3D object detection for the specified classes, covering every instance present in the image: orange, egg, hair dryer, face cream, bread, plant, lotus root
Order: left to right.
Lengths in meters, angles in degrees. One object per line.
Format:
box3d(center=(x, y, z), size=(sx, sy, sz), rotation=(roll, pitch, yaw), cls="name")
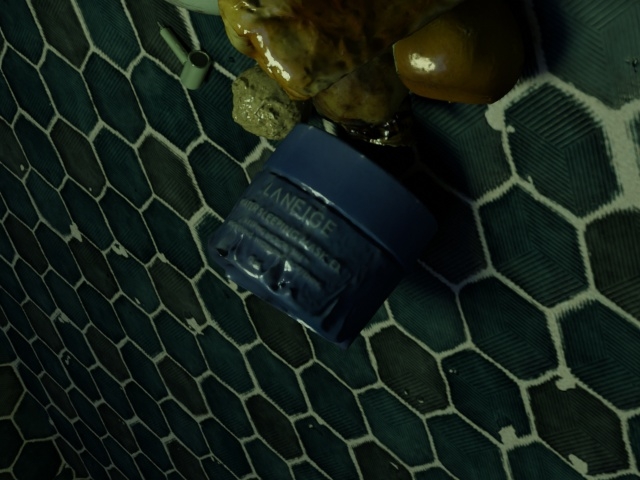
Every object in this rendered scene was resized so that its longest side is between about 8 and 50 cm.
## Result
box3d(center=(-0.223, -0.306, 1.738), size=(0.124, 0.038, 0.063), rotation=(54, 148, 11), cls="hair dryer")
box3d(center=(-0.071, -0.198, 1.564), size=(0.118, 0.116, 0.140), rotation=(64, 173, -27), cls="egg")
box3d(center=(0.000, 0.000, 1.484), size=(0.249, 0.225, 0.249), rotation=(35, 173, 5), cls="face cream")
box3d(center=(0.040, -0.171, 1.485), size=(0.085, 0.087, 0.174), rotation=(-42, 81, 23), cls="plant")
box3d(center=(0.036, -0.255, 1.322), size=(0.169, 0.141, 0.314), rotation=(-99, -5, -67), cls="lotus root")
box3d(center=(0.066, -0.277, 1.085), size=(0.149, 0.344, 0.195), rotation=(58, 180, -7), cls="bread")
box3d(center=(0.155, -0.218, 1.222), size=(0.156, 0.156, 0.134), rotation=(26, 97, 37), cls="orange")

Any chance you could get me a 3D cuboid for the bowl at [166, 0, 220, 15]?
box3d(center=(-0.191, -0.450, 1.392), size=(0.435, 0.196, 0.435), rotation=(33, 143, 29), cls="bowl")
